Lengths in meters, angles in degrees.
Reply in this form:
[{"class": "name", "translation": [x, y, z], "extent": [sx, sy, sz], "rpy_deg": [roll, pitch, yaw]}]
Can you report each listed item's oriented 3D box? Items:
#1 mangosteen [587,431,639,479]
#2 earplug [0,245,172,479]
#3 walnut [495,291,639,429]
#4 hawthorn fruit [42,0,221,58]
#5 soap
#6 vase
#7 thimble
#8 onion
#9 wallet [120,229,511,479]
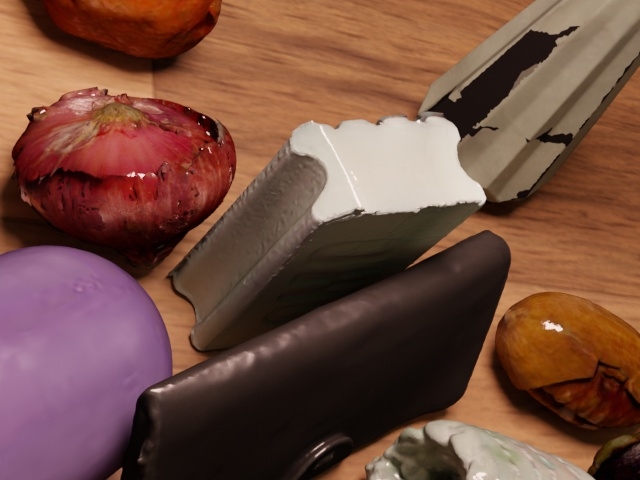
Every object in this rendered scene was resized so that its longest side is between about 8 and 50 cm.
[{"class": "mangosteen", "translation": [0.329, 0.282, 0.904], "extent": [0.287, 0.287, 0.233], "rpy_deg": [20, 79, -19]}, {"class": "earplug", "translation": [-0.278, 0.136, 0.650], "extent": [0.456, 0.215, 0.215], "rpy_deg": [-29, 78, -44]}, {"class": "walnut", "translation": [0.258, 0.121, 1.050], "extent": [0.207, 0.116, 0.116], "rpy_deg": [27, 50, -23]}, {"class": "hawthorn fruit", "translation": [-0.173, -0.250, 1.007], "extent": [0.179, 0.173, 0.173], "rpy_deg": [-32, 78, -14]}, {"class": "soap", "translation": [0.000, 0.000, 0.866], "extent": [0.150, 0.261, 0.094], "rpy_deg": [-11, 70, -35]}, {"class": "vase", "translation": [0.240, -0.179, 1.060], "extent": [0.165, 0.360, 0.165], "rpy_deg": [15, 53, -22]}, {"class": "thimble", "translation": [0.118, 0.238, 0.840], "extent": [0.149, 0.185, 0.211], "rpy_deg": [25, 10, -21]}, {"class": "onion", "translation": [-0.160, -0.045, 0.891], "extent": [0.184, 0.147, 0.184], "rpy_deg": [0, 21, 0]}, {"class": "wallet", "translation": [-0.001, 0.121, 0.833], "extent": [0.377, 0.197, 0.051], "rpy_deg": [-20, 49, -40]}]
